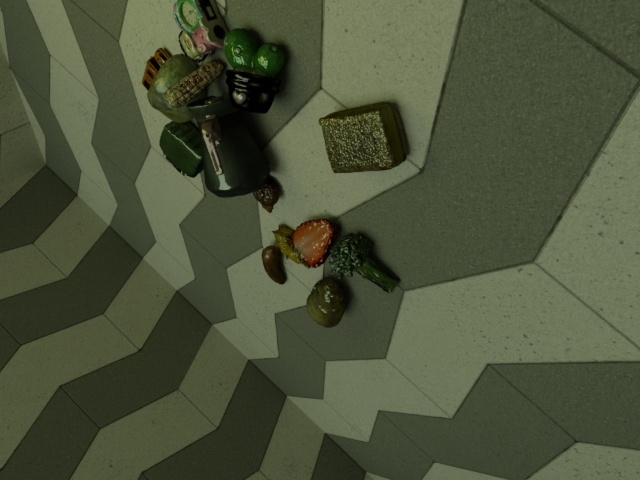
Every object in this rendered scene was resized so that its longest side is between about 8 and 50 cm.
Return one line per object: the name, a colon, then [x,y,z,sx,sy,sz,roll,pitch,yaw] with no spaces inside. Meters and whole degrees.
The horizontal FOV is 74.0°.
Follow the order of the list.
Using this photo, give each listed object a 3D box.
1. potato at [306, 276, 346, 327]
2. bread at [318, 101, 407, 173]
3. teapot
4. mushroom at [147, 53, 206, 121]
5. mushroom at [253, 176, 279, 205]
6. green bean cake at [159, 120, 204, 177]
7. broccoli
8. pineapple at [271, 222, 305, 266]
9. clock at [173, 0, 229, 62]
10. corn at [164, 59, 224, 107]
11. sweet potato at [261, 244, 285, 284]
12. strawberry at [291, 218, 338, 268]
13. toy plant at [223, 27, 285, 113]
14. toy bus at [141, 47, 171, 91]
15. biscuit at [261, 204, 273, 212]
potato: [0.033,0.271,1.886,0.192,0.141,0.296,50,150,25]
bread: [0.125,-0.295,1.240,0.234,0.110,0.185,6,126,42]
teapot: [-0.345,-0.341,1.550,0.252,0.300,0.345,-11,118,8]
mushroom: [-0.555,-0.552,1.625,0.189,0.164,0.267,43,132,-16]
mushroom: [-0.222,-0.199,1.725,0.126,0.085,0.109,27,141,17]
green bean cake: [-0.595,-0.403,1.887,0.227,0.125,0.222,48,144,-6]
broccoli: [0.146,0.110,1.605,0.275,0.177,0.198,45,143,-22]
pineapple: [-0.113,0.036,1.855,0.233,0.079,0.135,37,147,15]
clock: [-0.409,-0.705,1.405,0.195,0.100,0.194,-3,119,45]
corn: [-0.444,-0.557,1.500,0.080,0.237,0.079,53,-174,-8]
sweet potato: [-0.228,0.120,2.062,0.097,0.097,0.292,27,150,26]
strawberry: [0.000,0.000,1.684,0.236,0.111,0.190,-39,69,38]
toy plant: [-0.213,-0.529,1.329,0.217,0.175,0.236,20,111,23]
toy bus: [-0.653,-0.674,1.702,0.083,0.088,0.194,50,145,-7]
biscuit: [-0.230,-0.158,1.839,0.082,0.016,0.092,55,147,-11]
